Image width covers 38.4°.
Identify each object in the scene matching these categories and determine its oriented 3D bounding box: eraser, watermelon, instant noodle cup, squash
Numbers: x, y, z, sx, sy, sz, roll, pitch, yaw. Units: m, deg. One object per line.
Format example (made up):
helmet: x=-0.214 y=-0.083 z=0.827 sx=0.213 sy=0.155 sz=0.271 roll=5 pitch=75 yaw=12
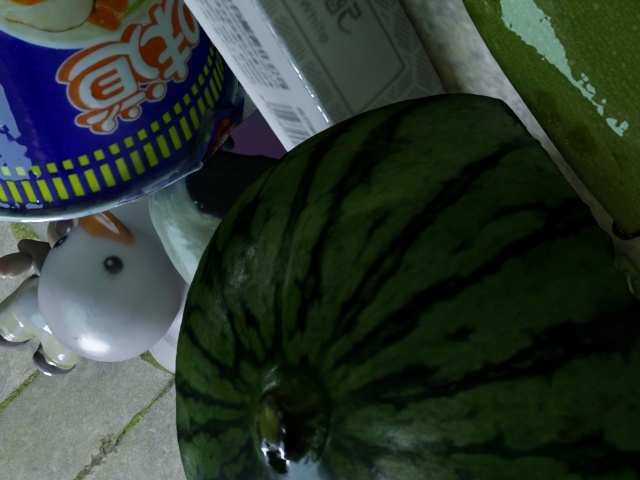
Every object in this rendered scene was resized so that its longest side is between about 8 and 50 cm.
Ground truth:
eraser: x=-0.049 y=-0.198 z=0.563 sx=0.098 sy=0.096 sz=0.404 roll=22 pitch=152 yaw=52
watermelon: x=0.023 y=0.076 z=0.474 sx=0.189 sy=0.330 sz=0.331 roll=16 pitch=-176 yaw=-41
instant noodle cup: x=-0.221 y=-0.214 z=0.674 sx=0.284 sy=0.284 sz=0.312 roll=33 pitch=151 yaw=31
squash: x=0.125 y=-0.098 z=0.432 sx=0.188 sy=0.095 sz=0.095 roll=50 pitch=162 yaw=-8

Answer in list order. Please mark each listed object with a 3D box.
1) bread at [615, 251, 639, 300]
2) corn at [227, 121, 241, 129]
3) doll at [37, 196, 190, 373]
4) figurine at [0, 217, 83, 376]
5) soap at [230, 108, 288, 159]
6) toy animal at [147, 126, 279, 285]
bread: x=0.147 y=0.151 z=0.722 sx=0.376 sy=0.251 sz=0.208 roll=62 pitch=-173 yaw=-47
corn: x=-0.127 y=-0.126 z=0.949 sx=0.067 sy=0.067 sz=0.206 roll=17 pitch=148 yaw=55
doll: x=-0.169 y=0.047 z=0.903 sx=0.221 sy=0.221 sz=0.251 roll=31 pitch=147 yaw=35
figurine: x=-0.262 y=0.006 z=1.131 sx=0.248 sy=0.380 sz=0.203 roll=42 pitch=-164 yaw=8
soap: x=-0.001 y=0.001 z=0.943 sx=0.181 sy=0.081 sz=0.259 roll=35 pitch=161 yaw=25
toy animal: x=-0.059 y=0.015 z=0.782 sx=0.094 sy=0.121 sz=0.225 roll=-3 pitch=120 yaw=51
